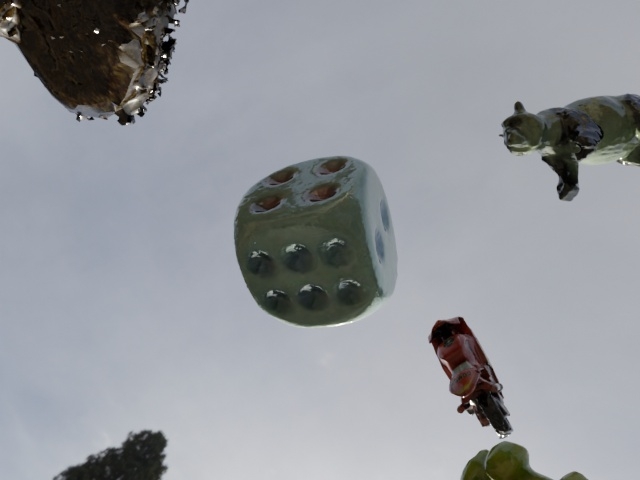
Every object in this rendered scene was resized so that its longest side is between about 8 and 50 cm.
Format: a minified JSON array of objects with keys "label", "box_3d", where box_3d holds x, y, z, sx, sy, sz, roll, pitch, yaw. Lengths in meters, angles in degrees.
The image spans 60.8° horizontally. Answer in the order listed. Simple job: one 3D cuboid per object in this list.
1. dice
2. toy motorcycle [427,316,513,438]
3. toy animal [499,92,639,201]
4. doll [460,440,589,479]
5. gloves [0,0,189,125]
[{"label":"dice","box_3d":[0.000,0.000,1.102,0.268,0.262,0.264,-9,-60,17]},{"label":"toy motorcycle","box_3d":[0.283,0.246,1.059,0.089,0.298,0.171,-32,-71,12]},{"label":"toy animal","box_3d":[0.319,-0.123,0.652,0.225,0.121,0.093,-10,-40,-12]},{"label":"doll","box_3d":[0.257,0.221,0.290,0.346,0.099,0.341,-14,-75,40]},{"label":"gloves","box_3d":[-0.221,-0.255,0.522,0.211,0.135,0.312,20,-62,7]}]
